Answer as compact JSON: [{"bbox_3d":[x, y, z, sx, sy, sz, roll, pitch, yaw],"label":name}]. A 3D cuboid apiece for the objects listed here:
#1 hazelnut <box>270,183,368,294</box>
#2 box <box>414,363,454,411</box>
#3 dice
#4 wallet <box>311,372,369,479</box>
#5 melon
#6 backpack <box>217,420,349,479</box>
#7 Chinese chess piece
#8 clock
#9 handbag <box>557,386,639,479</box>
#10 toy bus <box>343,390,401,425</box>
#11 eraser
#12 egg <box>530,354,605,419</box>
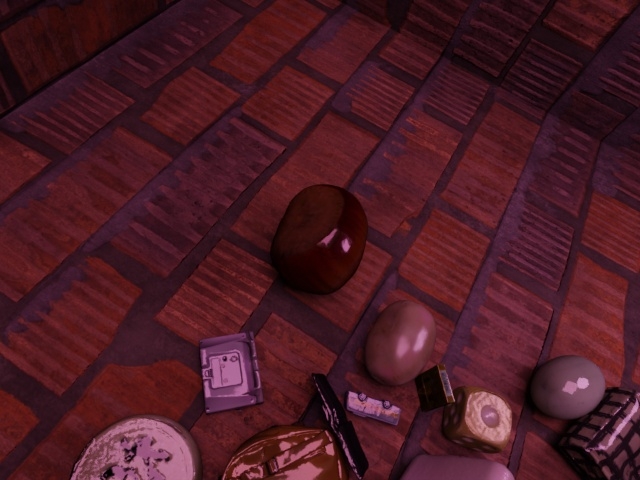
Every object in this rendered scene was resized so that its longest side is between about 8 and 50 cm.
[{"bbox_3d":[0.000,0.000,1.609,0.360,0.359,0.409,24,55,2],"label":"hazelnut"},{"bbox_3d":[0.378,0.498,1.476,0.030,0.193,0.121,-1,61,-16],"label":"box"},{"bbox_3d":[0.519,0.595,1.465,0.166,0.169,0.169,23,59,0],"label":"dice"},{"bbox_3d":[0.060,0.558,1.355,0.041,0.247,0.322,-31,69,2],"label":"wallet"},{"bbox_3d":[0.277,0.349,1.522,0.223,0.223,0.316,29,60,5],"label":"melon"},{"bbox_3d":[-0.101,0.698,1.257,0.379,0.201,0.353,6,61,-11],"label":"backpack"},{"bbox_3d":[-0.508,0.666,1.220,0.350,0.146,0.348,5,61,-10],"label":"Chinese chess piece"},{"bbox_3d":[-0.293,0.428,1.436,0.187,0.083,0.253,-7,63,-15],"label":"clock"},{"bbox_3d":[1.031,0.729,1.495,0.325,0.162,0.326,-32,87,-22],"label":"handbag"},{"bbox_3d":[0.172,0.561,1.476,0.191,0.064,0.075,17,71,-2],"label":"toy bus"},{"bbox_3d":[0.383,0.770,1.298,0.331,0.331,0.150,47,41,15],"label":"eraser"},{"bbox_3d":[0.880,0.519,1.566,0.283,0.203,0.202,-21,68,-19],"label":"egg"}]
